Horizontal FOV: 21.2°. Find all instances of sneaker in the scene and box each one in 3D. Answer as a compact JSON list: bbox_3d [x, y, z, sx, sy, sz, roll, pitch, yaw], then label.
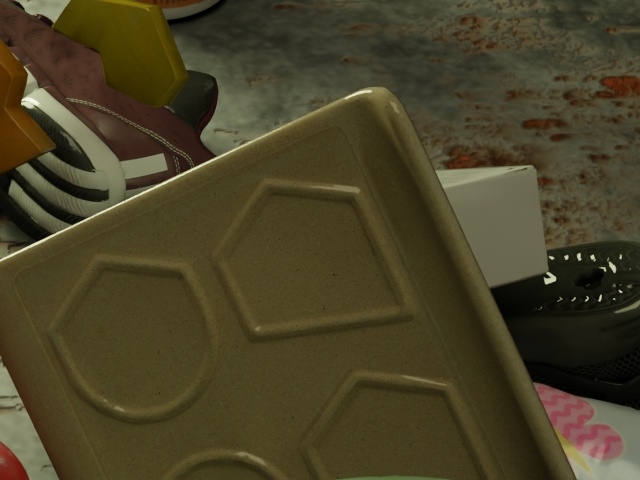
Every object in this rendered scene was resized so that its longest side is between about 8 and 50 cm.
[{"bbox_3d":[0.094,0.069,0.934,0.227,0.130,0.087,-4,39,31],"label":"sneaker"},{"bbox_3d":[-0.165,-0.096,1.082,0.162,0.106,0.281,-11,44,-40],"label":"sneaker"}]

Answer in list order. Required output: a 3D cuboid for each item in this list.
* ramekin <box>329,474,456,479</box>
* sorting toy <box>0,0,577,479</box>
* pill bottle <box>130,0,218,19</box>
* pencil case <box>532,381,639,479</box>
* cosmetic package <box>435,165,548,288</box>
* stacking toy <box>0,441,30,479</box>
[{"bbox_3d":[0.036,0.252,0.653,0.303,0.148,0.303,4,43,-4],"label":"ramekin"},{"bbox_3d":[-0.042,0.025,0.774,0.229,0.307,0.041,-24,3,17],"label":"sorting toy"},{"bbox_3d":[-0.113,-0.271,1.178,0.121,0.216,0.121,4,42,-4],"label":"pill bottle"},{"bbox_3d":[0.040,0.114,0.844,0.273,0.113,0.124,13,55,7],"label":"pencil case"},{"bbox_3d":[0.000,0.000,0.903,0.099,0.060,0.239,-16,9,-36],"label":"cosmetic package"},{"bbox_3d":[-0.295,0.095,0.824,0.330,0.141,0.141,21,43,5],"label":"stacking toy"}]
